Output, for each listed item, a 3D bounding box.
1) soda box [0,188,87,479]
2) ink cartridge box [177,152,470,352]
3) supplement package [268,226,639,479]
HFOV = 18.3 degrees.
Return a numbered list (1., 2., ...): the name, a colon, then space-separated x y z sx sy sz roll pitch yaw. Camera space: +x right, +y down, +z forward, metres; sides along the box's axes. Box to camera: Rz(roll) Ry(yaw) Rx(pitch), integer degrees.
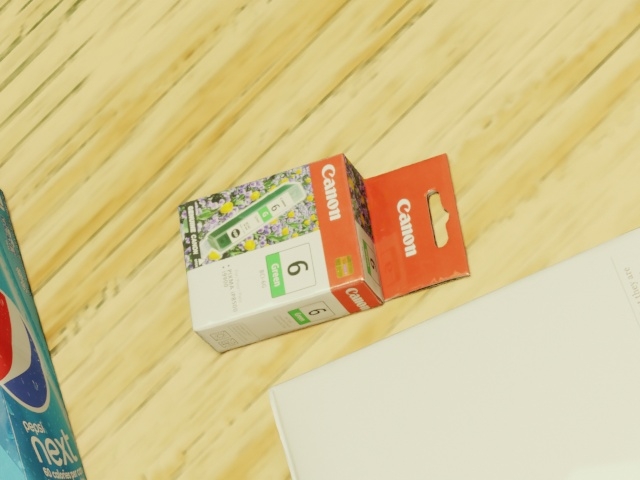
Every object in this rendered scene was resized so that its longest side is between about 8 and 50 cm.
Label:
1. soda box: -0.156 0.062 0.846 0.071 0.067 0.210 -27 60 9
2. ink cartridge box: 0.000 0.000 0.832 0.115 0.029 0.063 -17 61 15
3. supplement package: 0.090 0.079 0.714 0.179 0.105 0.105 -24 60 10
